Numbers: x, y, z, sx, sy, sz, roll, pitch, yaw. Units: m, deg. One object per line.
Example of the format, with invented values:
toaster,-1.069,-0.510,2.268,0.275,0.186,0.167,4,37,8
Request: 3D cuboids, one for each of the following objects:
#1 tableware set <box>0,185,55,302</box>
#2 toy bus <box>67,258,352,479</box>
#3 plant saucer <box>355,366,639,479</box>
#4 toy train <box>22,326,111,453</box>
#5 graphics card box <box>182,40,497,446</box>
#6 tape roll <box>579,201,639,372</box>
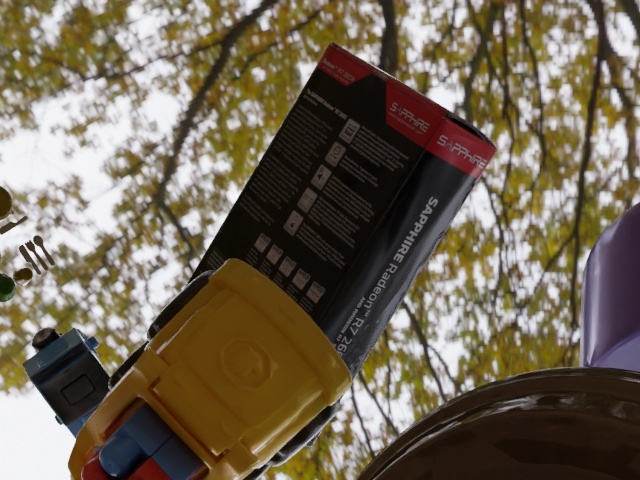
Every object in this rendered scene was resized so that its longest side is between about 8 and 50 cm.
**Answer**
tableware set,-0.410,-0.004,1.559,0.104,0.024,0.154,-39,-79,-39
toy bus,-0.113,0.152,0.939,0.149,0.220,0.211,45,-138,1
plant saucer,0.089,0.184,0.468,0.278,0.041,0.278,-10,-107,35
toy train,-0.225,0.167,1.240,0.080,0.184,0.105,-34,-159,-9
graphics card box,0.000,0.000,1.312,0.371,0.094,0.233,-58,-140,7
tape roll,0.224,0.053,0.616,0.189,0.189,0.080,1,-130,11
